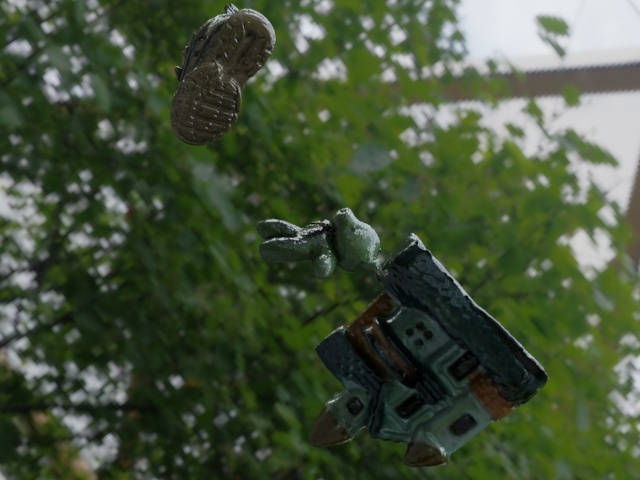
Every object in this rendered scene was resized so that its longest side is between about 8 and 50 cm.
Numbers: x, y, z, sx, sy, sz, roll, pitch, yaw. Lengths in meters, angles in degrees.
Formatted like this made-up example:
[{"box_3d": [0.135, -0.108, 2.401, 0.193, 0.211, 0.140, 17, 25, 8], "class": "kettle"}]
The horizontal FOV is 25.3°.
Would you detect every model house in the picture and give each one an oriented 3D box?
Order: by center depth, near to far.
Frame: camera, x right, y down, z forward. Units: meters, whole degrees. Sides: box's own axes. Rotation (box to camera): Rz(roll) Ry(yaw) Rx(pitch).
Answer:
[{"box_3d": [0.101, 0.174, 1.799, 0.253, 0.291, 0.184, 48, 5, 0], "class": "model house"}]

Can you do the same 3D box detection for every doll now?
[{"box_3d": [0.000, 0.000, 1.710, 0.115, 0.150, 0.077, -106, -159, -60], "class": "doll"}]

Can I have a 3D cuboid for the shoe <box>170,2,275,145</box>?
[{"box_3d": [-0.134, -0.206, 1.723, 0.089, 0.180, 0.092, 25, 11, -34], "class": "shoe"}]
